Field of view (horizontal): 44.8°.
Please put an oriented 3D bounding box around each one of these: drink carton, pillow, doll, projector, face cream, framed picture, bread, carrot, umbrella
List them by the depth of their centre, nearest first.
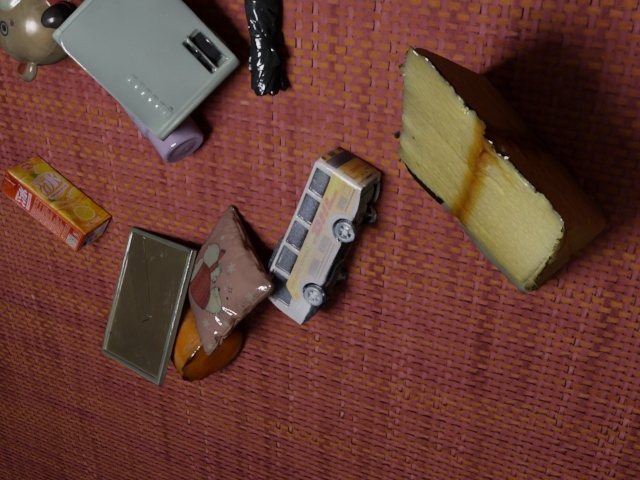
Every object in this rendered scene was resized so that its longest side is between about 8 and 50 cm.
[{"bbox_3d":[0.229,-0.074,1.137,0.242,0.405,0.345,-44,79,27],"label":"bread"},{"bbox_3d":[-0.099,-0.363,1.310,0.059,0.066,0.235,9,118,31],"label":"umbrella"},{"bbox_3d":[-0.293,-0.328,1.329,0.198,0.108,0.250,-46,109,2],"label":"projector"},{"bbox_3d":[-0.471,-0.449,1.406,0.330,0.174,0.235,-26,69,34],"label":"doll"},{"bbox_3d":[-0.331,-0.280,1.475,0.273,0.096,0.154,54,131,9],"label":"face cream"},{"bbox_3d":[-0.194,0.081,1.547,0.236,0.084,0.223,-48,50,31],"label":"pillow"},{"bbox_3d":[-0.367,0.133,1.639,0.213,0.016,0.289,17,95,38],"label":"framed picture"},{"bbox_3d":[-0.297,0.179,1.677,0.225,0.159,0.159,43,129,19],"label":"carrot"},{"bbox_3d":[-0.580,-0.081,1.703,0.223,0.096,0.071,40,128,3],"label":"drink carton"}]

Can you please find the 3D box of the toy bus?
[{"bbox_3d":[0.000,0.000,1.436,0.138,0.097,0.342,34,126,11],"label":"toy bus"}]
